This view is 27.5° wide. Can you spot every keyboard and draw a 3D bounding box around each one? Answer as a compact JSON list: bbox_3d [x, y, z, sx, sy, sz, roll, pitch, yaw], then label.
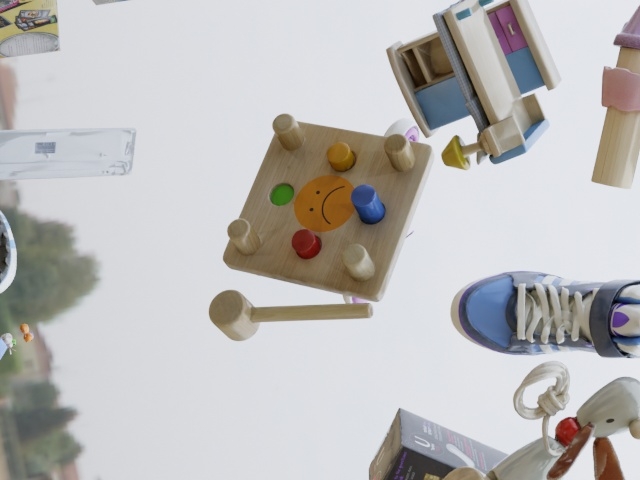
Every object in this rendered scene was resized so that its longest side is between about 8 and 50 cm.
[{"bbox_3d":[-0.375,-0.118,1.780,0.014,0.256,0.072,41,-51,55],"label":"keyboard"}]

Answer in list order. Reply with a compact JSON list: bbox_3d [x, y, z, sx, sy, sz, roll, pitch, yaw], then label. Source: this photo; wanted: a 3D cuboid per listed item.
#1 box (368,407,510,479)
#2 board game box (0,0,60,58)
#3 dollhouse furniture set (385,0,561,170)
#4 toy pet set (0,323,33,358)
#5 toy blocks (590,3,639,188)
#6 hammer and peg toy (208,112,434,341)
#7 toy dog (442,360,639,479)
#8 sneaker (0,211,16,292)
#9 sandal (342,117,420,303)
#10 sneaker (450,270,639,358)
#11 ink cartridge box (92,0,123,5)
[{"bbox_3d":[0.232,0.434,2.306,0.165,0.270,0.143,-84,-162,-73],"label":"box"},{"bbox_3d":[-0.395,-0.280,1.549,0.243,0.165,0.042,123,-44,-72],"label":"board game box"},{"bbox_3d":[0.142,-0.236,1.645,0.286,0.198,0.303,64,27,-10],"label":"dollhouse furniture set"},{"bbox_3d":[-0.531,0.184,2.145,0.114,0.122,0.065,88,-20,-65],"label":"toy pet set"},{"bbox_3d":[0.475,-0.153,1.327,0.288,0.309,0.260,18,-80,45],"label":"toy blocks"},{"bbox_3d":[0.000,0.000,1.882,0.127,0.265,0.361,60,46,-58],"label":"hammer and peg toy"},{"bbox_3d":[0.314,0.334,1.764,0.334,0.220,0.161,-57,-142,27],"label":"toy dog"},{"bbox_3d":[-0.373,-0.005,1.396,0.237,0.085,0.086,40,-10,47],"label":"sneaker"},{"bbox_3d":[0.135,-0.038,2.633,0.102,0.169,0.416,22,-69,24],"label":"sandal"},{"bbox_3d":[0.371,0.102,1.875,0.236,0.322,0.130,146,-49,-76],"label":"sneaker"},{"bbox_3d":[-0.275,-0.397,1.838,0.052,0.088,0.122,52,43,-49],"label":"ink cartridge box"}]
